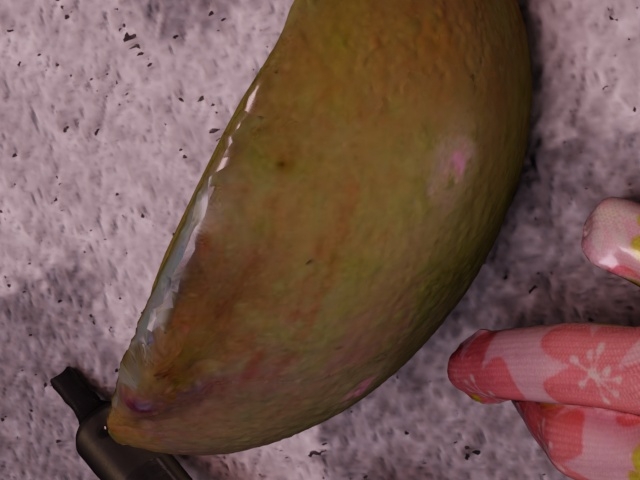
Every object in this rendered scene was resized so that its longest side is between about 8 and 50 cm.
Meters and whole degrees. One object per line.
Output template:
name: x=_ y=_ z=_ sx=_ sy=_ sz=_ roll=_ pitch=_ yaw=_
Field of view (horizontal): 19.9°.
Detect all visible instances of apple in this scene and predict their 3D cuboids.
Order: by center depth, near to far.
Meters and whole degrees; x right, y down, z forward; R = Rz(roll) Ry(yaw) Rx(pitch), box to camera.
apple: x=0.000 y=0.000 z=0.721 sx=0.120 sy=0.193 sz=0.265 roll=30 pitch=122 yaw=6

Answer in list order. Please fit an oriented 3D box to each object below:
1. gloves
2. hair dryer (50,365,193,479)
gloves: x=0.154 y=0.074 z=0.694 sx=0.241 sy=0.126 sz=0.145 roll=5 pitch=119 yaw=23
hair dryer: x=-0.081 y=0.159 z=0.874 sx=0.248 sy=0.195 sz=0.078 roll=45 pitch=171 yaw=35
